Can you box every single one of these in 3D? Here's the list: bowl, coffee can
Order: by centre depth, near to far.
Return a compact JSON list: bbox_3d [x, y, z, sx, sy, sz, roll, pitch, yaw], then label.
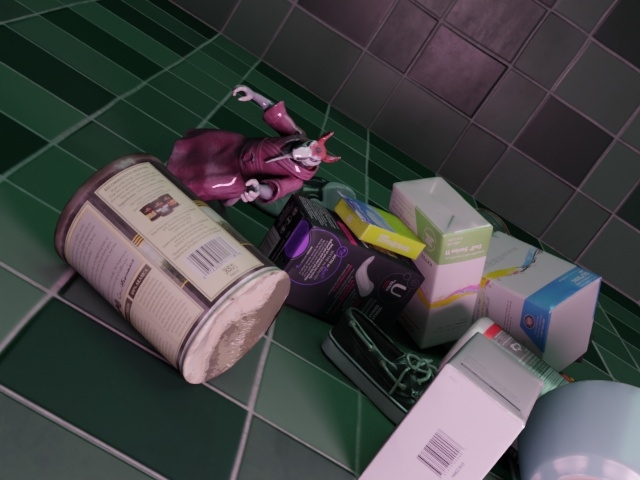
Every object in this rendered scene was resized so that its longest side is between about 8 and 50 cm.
[{"bbox_3d":[-0.209,0.037,1.340,0.275,0.201,0.201,41,18,19],"label":"coffee can"},{"bbox_3d":[0.446,0.393,1.497,0.311,0.311,0.163,36,36,6],"label":"bowl"}]

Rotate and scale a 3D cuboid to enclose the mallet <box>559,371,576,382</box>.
[{"bbox_3d":[0.514,0.279,2.182,0.190,0.039,0.062,30,24,-28],"label":"mallet"}]

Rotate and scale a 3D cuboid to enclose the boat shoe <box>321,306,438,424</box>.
[{"bbox_3d":[0.142,0.233,1.619,0.306,0.105,0.113,42,19,25],"label":"boat shoe"}]

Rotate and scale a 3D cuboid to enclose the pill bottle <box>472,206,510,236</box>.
[{"bbox_3d":[0.345,0.028,2.385,0.210,0.210,0.363,39,18,15],"label":"pill bottle"}]

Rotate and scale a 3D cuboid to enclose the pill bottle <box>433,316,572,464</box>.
[{"bbox_3d":[0.369,0.301,1.733,0.318,0.176,0.176,40,18,17],"label":"pill bottle"}]

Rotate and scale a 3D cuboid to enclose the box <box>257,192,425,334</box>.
[{"bbox_3d":[0.033,0.053,1.806,0.270,0.165,0.143,26,18,-28],"label":"box"}]

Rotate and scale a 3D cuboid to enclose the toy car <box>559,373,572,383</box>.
[{"bbox_3d":[0.589,0.366,2.025,0.225,0.053,0.239,21,22,-37],"label":"toy car"}]

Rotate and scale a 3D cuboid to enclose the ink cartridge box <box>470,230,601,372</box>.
[{"bbox_3d":[0.417,0.139,2.029,0.197,0.198,0.270,-25,40,-38],"label":"ink cartridge box"}]

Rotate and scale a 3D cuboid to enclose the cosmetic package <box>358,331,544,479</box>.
[{"bbox_3d":[0.196,0.276,1.393,0.138,0.224,0.225,38,17,13],"label":"cosmetic package"}]

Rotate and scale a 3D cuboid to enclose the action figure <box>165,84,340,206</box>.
[{"bbox_3d":[-0.118,-0.134,1.828,0.370,0.248,0.276,-3,-25,28],"label":"action figure"}]

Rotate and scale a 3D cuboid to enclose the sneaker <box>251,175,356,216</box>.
[{"bbox_3d":[-0.063,-0.106,2.202,0.269,0.101,0.153,8,6,-22],"label":"sneaker"}]

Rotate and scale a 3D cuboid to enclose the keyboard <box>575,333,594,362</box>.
[{"bbox_3d":[0.437,0.209,2.140,0.317,0.033,0.201,14,30,24],"label":"keyboard"}]

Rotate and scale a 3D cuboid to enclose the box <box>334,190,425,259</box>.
[{"bbox_3d":[0.106,-0.027,1.799,0.178,0.042,0.109,20,21,-41],"label":"box"}]

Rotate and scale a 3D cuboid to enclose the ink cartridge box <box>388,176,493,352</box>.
[{"bbox_3d":[0.219,0.073,1.949,0.119,0.353,0.207,-11,37,-23],"label":"ink cartridge box"}]
